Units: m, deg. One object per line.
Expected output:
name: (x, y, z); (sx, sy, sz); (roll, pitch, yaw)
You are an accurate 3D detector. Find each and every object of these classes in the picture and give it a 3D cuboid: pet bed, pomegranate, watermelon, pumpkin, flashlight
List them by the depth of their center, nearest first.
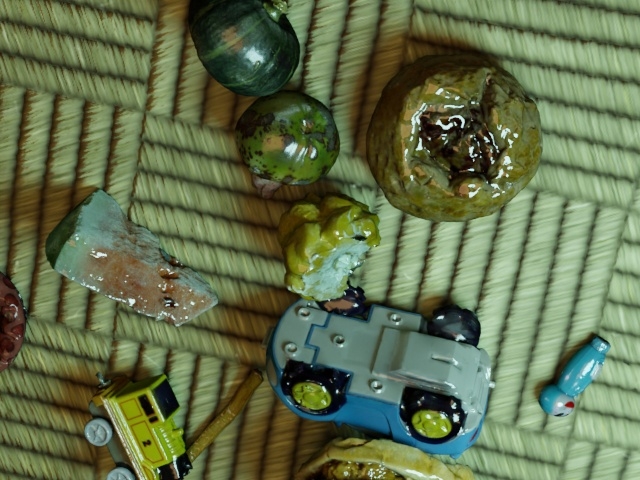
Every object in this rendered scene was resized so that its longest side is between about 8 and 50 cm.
pumpkin: (-0.095, -0.260, 1.583); (0.125, 0.167, 0.167); (-10, 104, 13)
pomegranate: (-0.047, -0.114, 1.639); (0.138, 0.125, 0.163); (3, 118, -26)
flashlight: (0.346, 0.185, 1.711); (0.051, 0.051, 0.129); (32, 102, -2)
watermelon: (-0.254, 0.043, 1.718); (0.241, 0.154, 0.094); (34, 107, -16)
pet bed: (-0.517, 0.115, 1.804); (0.201, 0.053, 0.201); (1, 107, 2)

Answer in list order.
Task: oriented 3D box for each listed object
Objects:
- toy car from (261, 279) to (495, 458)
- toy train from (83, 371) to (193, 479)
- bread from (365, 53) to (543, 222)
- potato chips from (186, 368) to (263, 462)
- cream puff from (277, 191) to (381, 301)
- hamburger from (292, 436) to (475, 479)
toy car: (0.075, 0.184, 1.686); (0.314, 0.198, 0.166); (12, 133, 6)
toy train: (-0.252, 0.278, 1.786); (0.127, 0.089, 0.219); (-21, 96, 20)
bread: (0.168, -0.128, 1.610); (0.230, 0.123, 0.230); (3, 105, 10)
potato chips: (-0.140, 0.256, 1.804); (0.026, 0.037, 0.204); (42, 112, 5)
cream puff: (0.000, -0.001, 1.656); (0.121, 0.156, 0.156); (15, 109, -27)
hamburger: (0.081, 0.372, 1.690); (0.259, 0.283, 0.144); (13, 66, -3)
